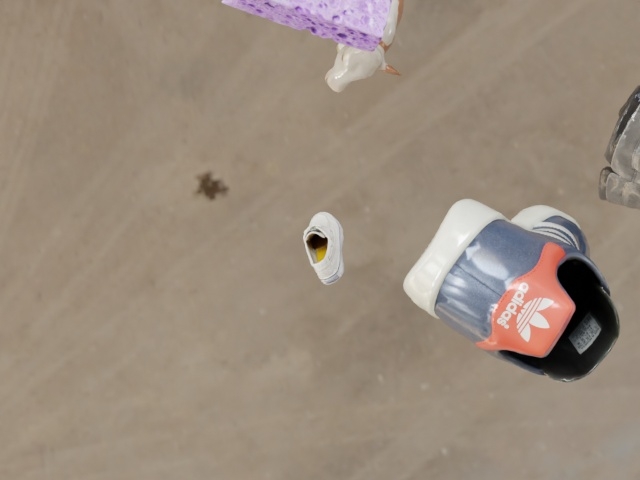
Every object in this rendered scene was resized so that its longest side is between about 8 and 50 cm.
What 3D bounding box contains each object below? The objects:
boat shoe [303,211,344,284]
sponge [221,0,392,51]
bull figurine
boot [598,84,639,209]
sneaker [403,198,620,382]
[{"bbox_3d":[0.000,0.000,1.514,0.035,0.100,0.035,-27,126,18],"label":"boat shoe"},{"bbox_3d":[0.011,-0.248,1.119,0.117,0.210,0.031,18,159,-10],"label":"sponge"},{"bbox_3d":[0.052,-0.332,2.007,0.101,0.188,0.310,14,82,-24],"label":"bull figurine"},{"bbox_3d":[0.381,-0.084,1.445,0.223,0.118,0.338,31,148,11],"label":"boot"},{"bbox_3d":[0.194,0.054,1.319,0.131,0.148,0.350,-60,159,13],"label":"sneaker"}]
